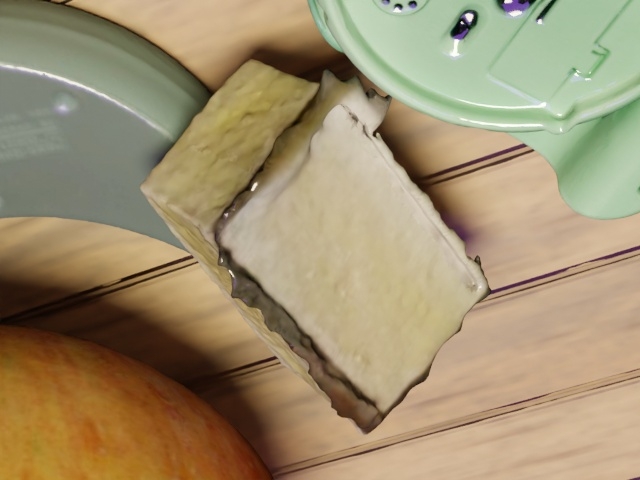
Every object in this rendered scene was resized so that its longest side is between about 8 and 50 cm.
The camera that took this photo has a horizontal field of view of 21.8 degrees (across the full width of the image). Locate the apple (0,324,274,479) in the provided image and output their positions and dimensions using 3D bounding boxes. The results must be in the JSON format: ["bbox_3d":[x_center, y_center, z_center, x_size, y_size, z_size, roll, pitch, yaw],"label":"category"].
[{"bbox_3d":[-0.132,0.139,0.630,0.260,0.194,0.261,-5,158,-2],"label":"apple"}]

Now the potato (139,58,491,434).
[{"bbox_3d":[-0.001,-0.001,0.572,0.061,0.086,0.122,23,159,46],"label":"potato"}]

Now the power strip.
[{"bbox_3d":[-0.133,-0.022,0.610,0.216,0.044,0.137,-7,130,12],"label":"power strip"}]

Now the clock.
[{"bbox_3d":[0.060,-0.096,0.511,0.188,0.060,0.148,24,130,-13],"label":"clock"}]
